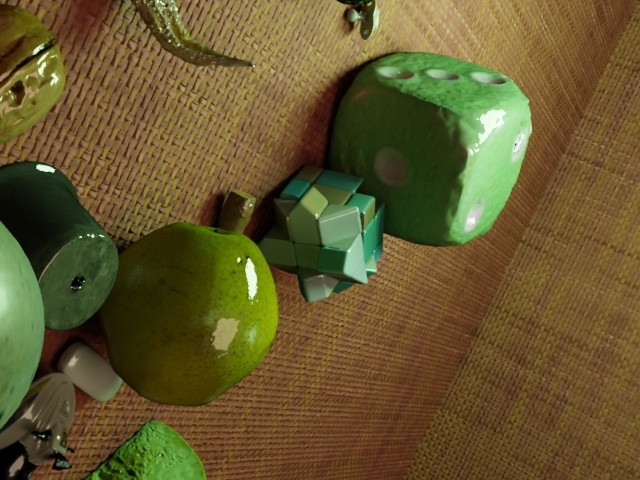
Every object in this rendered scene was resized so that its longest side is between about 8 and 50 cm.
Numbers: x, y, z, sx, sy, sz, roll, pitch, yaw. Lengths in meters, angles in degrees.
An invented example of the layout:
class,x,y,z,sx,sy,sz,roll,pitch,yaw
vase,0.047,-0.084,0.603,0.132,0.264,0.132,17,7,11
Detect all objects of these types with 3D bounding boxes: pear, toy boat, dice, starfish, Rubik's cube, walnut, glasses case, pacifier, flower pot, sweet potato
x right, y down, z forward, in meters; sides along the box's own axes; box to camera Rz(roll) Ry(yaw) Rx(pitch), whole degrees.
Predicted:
class,x,y,z,sx,sy,sz,roll,pitch,yaw
pear,-0.205,0.109,1.441,0.294,0.294,0.294,-42,146,-37
toy boat,-0.455,0.325,1.351,0.269,0.141,0.141,-43,150,-8
dice,0.229,-0.197,1.887,0.330,0.322,0.318,-28,137,-47
starfish,-0.178,-0.416,1.185,0.384,0.132,0.398,-47,136,-35
Rubik's cube,0.000,0.000,1.777,0.213,0.224,0.265,-55,151,-47
walnut,-0.373,-0.188,1.033,0.180,0.144,0.144,-41,147,-22
glasses case,-0.374,0.216,1.488,0.063,0.041,0.164,-54,152,-15
pacifier,0.077,-0.423,1.728,0.064,0.068,0.083,5,93,-26
flower pot,-0.370,0.028,1.215,0.235,0.148,0.235,-40,144,-37
pear,-0.304,0.493,1.644,0.292,0.292,0.159,-40,135,-39
sweet potato,-0.188,0.043,1.648,0.067,0.059,0.281,-39,152,-78

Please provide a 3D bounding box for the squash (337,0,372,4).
class,x,y,z,sx,sy,sz,roll,pitch,yaw
squash,0.073,-0.484,1.527,0.193,0.156,0.193,-20,148,-13

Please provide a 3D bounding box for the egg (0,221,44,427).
class,x,y,z,sx,sy,sz,roll,pitch,yaw
egg,-0.459,0.088,0.897,0.345,0.345,0.428,-63,169,-1
